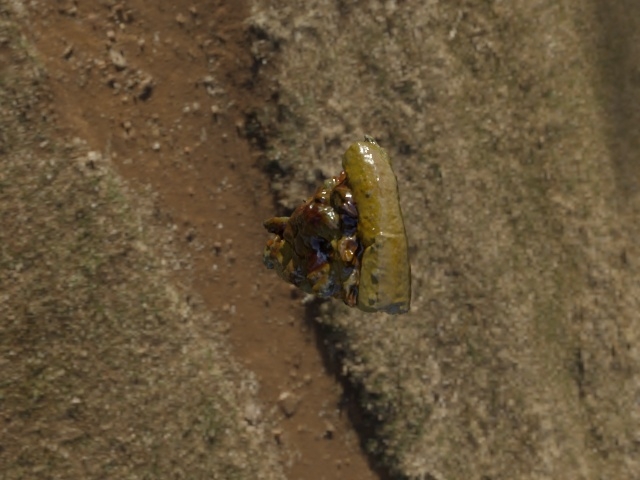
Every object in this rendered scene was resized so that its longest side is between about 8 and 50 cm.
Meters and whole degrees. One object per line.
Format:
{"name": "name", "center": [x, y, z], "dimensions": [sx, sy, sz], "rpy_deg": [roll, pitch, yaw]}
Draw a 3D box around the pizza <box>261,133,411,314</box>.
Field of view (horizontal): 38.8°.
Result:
{"name": "pizza", "center": [-0.001, 0.001, 0.780], "dimensions": [0.069, 0.194, 0.154], "rpy_deg": [-3, 78, -36]}
